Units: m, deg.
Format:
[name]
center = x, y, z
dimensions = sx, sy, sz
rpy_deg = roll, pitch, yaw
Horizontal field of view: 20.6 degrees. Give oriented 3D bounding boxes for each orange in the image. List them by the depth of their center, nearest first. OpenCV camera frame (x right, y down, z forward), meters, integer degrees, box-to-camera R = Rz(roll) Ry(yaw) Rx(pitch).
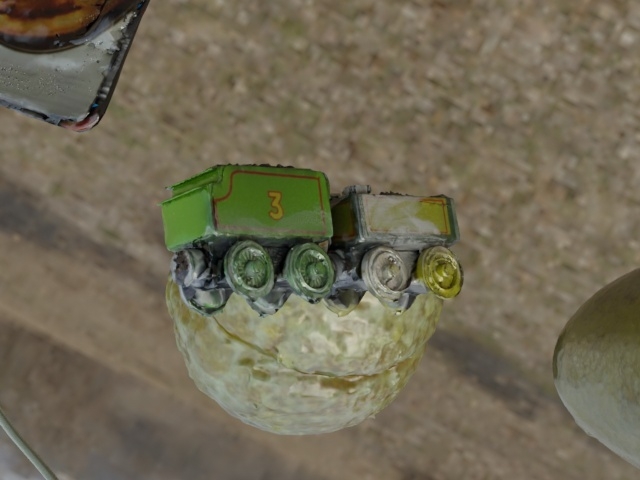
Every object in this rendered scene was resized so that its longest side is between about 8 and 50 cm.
[orange]
center = -0.032, 0.088, 1.781
dimensions = 0.271, 0.210, 0.369
rpy_deg = 23, 173, -5

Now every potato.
[potato]
center = 0.269, 0.091, 1.218
dimensions = 0.251, 0.174, 0.159
rpy_deg = -1, 116, 45

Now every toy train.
[toy train]
center = 0.000, 0.000, 0.978
dimensions = 0.202, 0.081, 0.060
rpy_deg = 2, 166, -43

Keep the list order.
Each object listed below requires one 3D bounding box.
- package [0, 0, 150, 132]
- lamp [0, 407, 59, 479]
[package]
center = -0.129, -0.175, 0.879
dimensions = 0.154, 0.239, 0.030
rpy_deg = 18, 159, 18
[lamp]
center = -0.145, 0.098, 0.844
dimensions = 0.198, 0.050, 0.056
rpy_deg = 48, 153, 32
